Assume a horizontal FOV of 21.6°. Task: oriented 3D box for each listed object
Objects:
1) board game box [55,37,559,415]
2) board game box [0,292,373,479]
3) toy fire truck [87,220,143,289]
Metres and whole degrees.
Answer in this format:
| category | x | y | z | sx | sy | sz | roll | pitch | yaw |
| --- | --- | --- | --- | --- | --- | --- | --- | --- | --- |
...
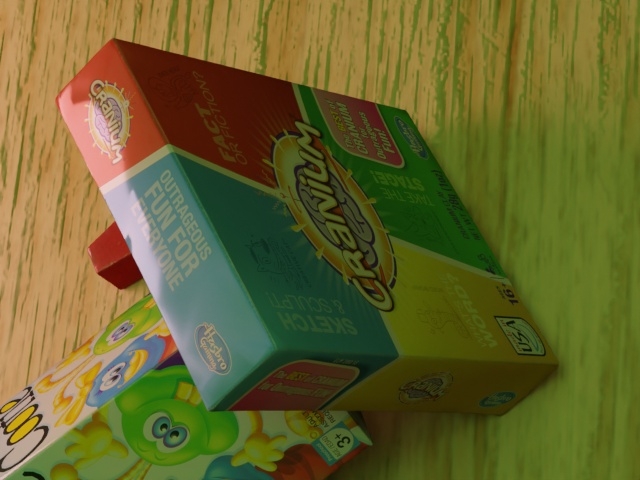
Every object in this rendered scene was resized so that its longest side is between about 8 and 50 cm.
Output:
| category | x | y | z | sx | sy | sz | roll | pitch | yaw |
| --- | --- | --- | --- | --- | --- | --- | --- | --- | --- |
| board game box | 0.000 | 0.000 | 1.115 | 0.064 | 0.316 | 0.242 | -43 | 62 | 27 |
| board game box | -0.123 | 0.145 | 1.175 | 0.275 | 0.142 | 0.144 | -37 | 19 | 4 |
| toy fire truck | -0.070 | 0.010 | 1.285 | 0.192 | 0.047 | 0.135 | -32 | 63 | 6 |
